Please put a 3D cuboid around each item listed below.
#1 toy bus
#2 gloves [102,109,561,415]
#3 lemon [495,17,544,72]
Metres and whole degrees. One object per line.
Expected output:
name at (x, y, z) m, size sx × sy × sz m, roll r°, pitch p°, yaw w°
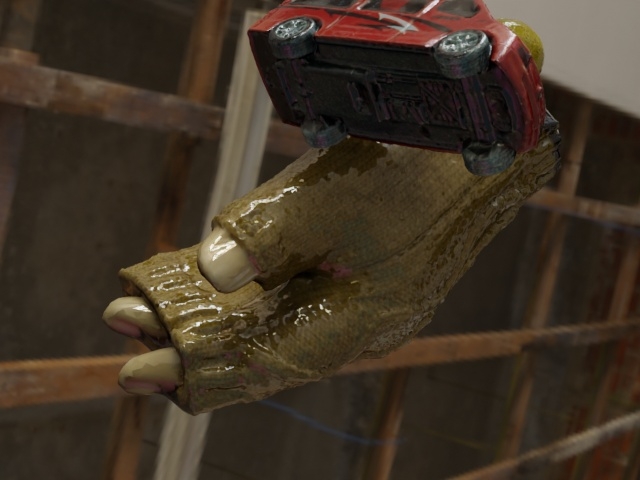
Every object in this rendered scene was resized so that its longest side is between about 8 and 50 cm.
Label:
toy bus at (0.054, -0.105, 0.765) m, size 0.089 × 0.195 × 0.081 m, roll -47°, pitch -48°, yaw -32°
gloves at (0.014, 0.009, 0.897) m, size 0.356 × 0.155 × 0.203 m, roll -28°, pitch -10°, yaw -11°
lemon at (0.169, -0.167, 1.146) m, size 0.083 × 0.062 × 0.062 m, roll 21°, pitch -97°, yaw -38°
